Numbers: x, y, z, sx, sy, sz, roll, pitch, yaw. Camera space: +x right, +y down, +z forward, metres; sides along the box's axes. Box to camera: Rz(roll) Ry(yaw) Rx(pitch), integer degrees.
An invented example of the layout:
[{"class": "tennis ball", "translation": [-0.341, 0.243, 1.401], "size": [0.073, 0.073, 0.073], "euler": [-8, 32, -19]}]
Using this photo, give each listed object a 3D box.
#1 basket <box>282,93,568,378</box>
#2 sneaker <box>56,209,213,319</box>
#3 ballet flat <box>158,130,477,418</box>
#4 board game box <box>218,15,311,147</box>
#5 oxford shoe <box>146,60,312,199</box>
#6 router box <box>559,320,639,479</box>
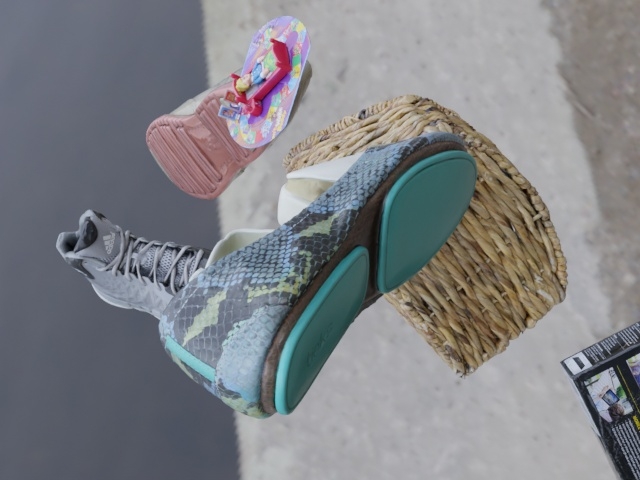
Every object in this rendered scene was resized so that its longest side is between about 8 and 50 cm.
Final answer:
[{"class": "basket", "translation": [0.133, -0.031, 1.885], "size": [0.213, 0.299, 0.223], "euler": [-40, 25, 0]}, {"class": "sneaker", "translation": [-0.171, 0.025, 1.542], "size": [0.228, 0.132, 0.086], "euler": [4, 67, 38]}, {"class": "ballet flat", "translation": [0.000, 0.000, 0.621], "size": [0.070, 0.070, 0.188], "euler": [-17, 14, 34]}, {"class": "board game box", "translation": [-0.075, -0.196, 1.923], "size": [0.133, 0.033, 0.169], "euler": [15, 88, 54]}, {"class": "oxford shoe", "translation": [-0.126, -0.162, 2.269], "size": [0.146, 0.140, 0.397], "euler": [-42, 13, -26]}, {"class": "router box", "translation": [0.303, 0.154, 1.364], "size": [0.133, 0.179, 0.046], "euler": [-27, 17, 2]}]
